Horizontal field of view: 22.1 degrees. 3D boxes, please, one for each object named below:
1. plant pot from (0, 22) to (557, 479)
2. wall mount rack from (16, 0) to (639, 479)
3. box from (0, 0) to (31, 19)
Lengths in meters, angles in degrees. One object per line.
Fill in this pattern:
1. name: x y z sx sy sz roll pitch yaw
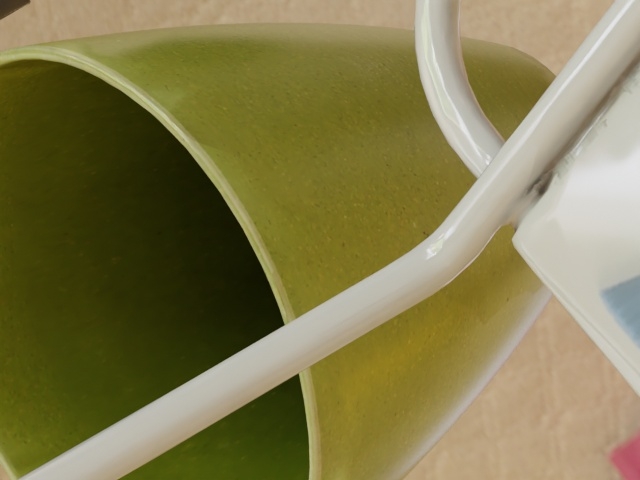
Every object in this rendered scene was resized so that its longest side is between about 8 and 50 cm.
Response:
1. plant pot: 0.000 0.000 0.828 0.293 0.275 0.275 -25 124 -40
2. wall mount rack: 0.064 0.049 0.335 0.130 0.350 0.304 8 126 -46
3. box: -0.458 -0.149 1.416 0.318 0.395 0.097 -33 106 -26
